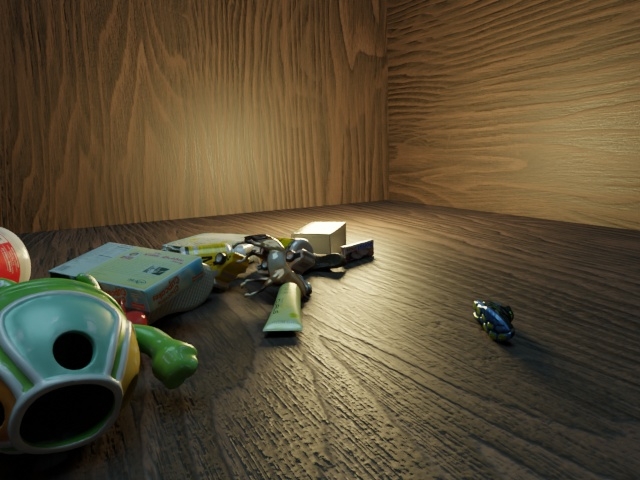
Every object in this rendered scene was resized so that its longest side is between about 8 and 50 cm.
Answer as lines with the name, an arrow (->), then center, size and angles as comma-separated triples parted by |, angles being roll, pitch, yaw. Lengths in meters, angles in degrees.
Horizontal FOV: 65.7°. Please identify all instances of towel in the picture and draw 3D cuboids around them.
towel -> -0.395, 0.040, 1.945 | 0.321, 0.090, 0.374 | 5, 12, 21

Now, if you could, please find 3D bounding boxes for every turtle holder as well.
turtle holder -> -0.375, 0.202, 0.748 | 0.227, 0.243, 0.320 | 30, -8, 45

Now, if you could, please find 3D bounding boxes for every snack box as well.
snack box -> 0.142, 0.040, 1.875 | 0.022, 0.064, 0.178 | 5, 12, 42
snack box -> -0.464, 0.080, 1.189 | 0.322, 0.060, 0.187 | 7, 25, 27

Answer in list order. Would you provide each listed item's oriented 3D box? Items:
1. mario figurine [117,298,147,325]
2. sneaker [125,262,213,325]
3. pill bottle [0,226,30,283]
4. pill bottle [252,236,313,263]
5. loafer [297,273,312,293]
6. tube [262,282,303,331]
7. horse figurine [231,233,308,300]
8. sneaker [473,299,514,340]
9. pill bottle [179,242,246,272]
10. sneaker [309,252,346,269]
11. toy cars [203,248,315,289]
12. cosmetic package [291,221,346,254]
mario figurine -> -0.492, 0.168, 0.929 | 0.321, 0.170, 0.198 | -6, 26, -35
sneaker -> -0.440, 0.130, 1.301 | 0.150, 0.135, 0.366 | 9, 14, 28
pill bottle -> -1.018, 0.101, 1.324 | 0.229, 0.229, 0.408 | 0, 11, 13
pill bottle -> -0.137, 0.048, 1.730 | 0.215, 0.117, 0.117 | 2, 11, 40
loafer -> -0.066, 0.132, 1.479 | 0.039, 0.045, 0.125 | -14, 17, -22
tube -> -0.082, 0.171, 1.228 | 0.070, 0.062, 0.240 | -42, 11, 11
horse figurine -> -0.151, 0.068, 1.411 | 0.174, 0.066, 0.263 | -12, 54, -13
sneaker -> 0.395, 0.168, 1.104 | 0.078, 0.067, 0.188 | -7, 7, 5
pill bottle -> -0.359, 0.071, 1.658 | 0.209, 0.119, 0.119 | -6, 11, -18
sneaker -> 0.002, 0.079, 1.749 | 0.188, 0.066, 0.071 | 1, -15, 27
toy cars -> -0.209, 0.100, 1.543 | 0.394, 0.087, 0.176 | -2, -23, -12
cosmetic package -> 0.000, 0.000, 2.001 | 0.160, 0.113, 0.309 | 0, 10, 13
